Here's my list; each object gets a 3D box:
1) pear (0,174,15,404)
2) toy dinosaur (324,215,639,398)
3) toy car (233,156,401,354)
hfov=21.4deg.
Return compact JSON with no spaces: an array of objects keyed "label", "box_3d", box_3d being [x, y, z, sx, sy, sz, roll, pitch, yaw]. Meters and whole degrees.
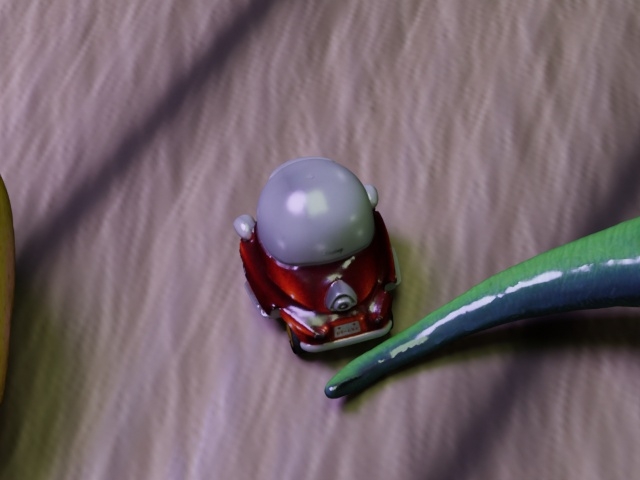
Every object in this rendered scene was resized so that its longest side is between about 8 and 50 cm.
[{"label":"pear","box_3d":[-0.339,0.029,1.112,0.285,0.285,0.336,-3,89,0]},{"label":"toy dinosaur","box_3d":[0.271,0.031,1.026,0.500,0.144,0.374,-29,15,-8]},{"label":"toy car","box_3d":[0.000,0.000,1.181,0.112,0.112,0.139,-14,44,-8]}]
